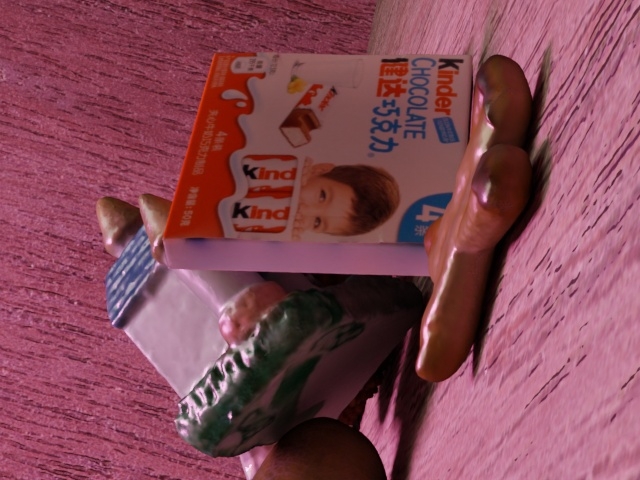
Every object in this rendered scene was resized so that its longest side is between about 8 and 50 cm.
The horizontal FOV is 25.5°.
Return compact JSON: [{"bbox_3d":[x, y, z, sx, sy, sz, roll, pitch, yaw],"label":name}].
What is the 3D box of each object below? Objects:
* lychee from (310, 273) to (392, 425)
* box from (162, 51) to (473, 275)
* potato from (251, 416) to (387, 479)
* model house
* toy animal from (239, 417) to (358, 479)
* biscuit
[{"bbox_3d":[-0.021,0.098,1.648,0.271,0.271,0.271,-168,90,-88],"label":"lychee"},{"bbox_3d":[0.007,-0.078,1.316,0.273,0.264,0.048,-82,-10,-46],"label":"box"},{"bbox_3d":[-0.011,0.280,1.355,0.174,0.159,0.251,-17,43,55],"label":"potato"},{"bbox_3d":[-0.103,0.032,1.424,0.194,0.325,0.267,-54,-22,19],"label":"model house"},{"bbox_3d":[-0.017,0.296,1.849,0.308,0.188,0.266,-126,25,-72],"label":"toy animal"},{"bbox_3d":[0.114,-0.014,1.048,0.164,0.047,0.208,-79,2,-46],"label":"biscuit"}]
